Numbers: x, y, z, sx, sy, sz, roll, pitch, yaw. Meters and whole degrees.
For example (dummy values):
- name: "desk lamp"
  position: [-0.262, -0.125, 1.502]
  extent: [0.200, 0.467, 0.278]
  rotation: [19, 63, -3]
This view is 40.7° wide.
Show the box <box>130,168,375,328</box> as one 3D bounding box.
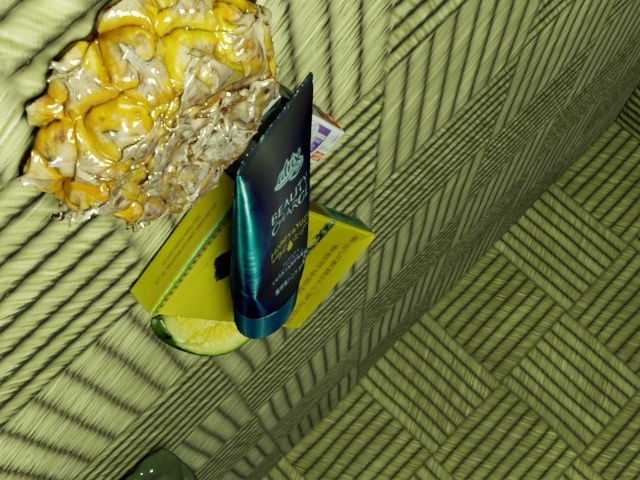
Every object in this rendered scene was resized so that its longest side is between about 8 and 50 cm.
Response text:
- name: "box"
  position: [-0.058, 0.021, 0.911]
  extent: [0.153, 0.041, 0.279]
  rotation: [-50, 151, 13]

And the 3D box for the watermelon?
- name: "watermelon"
  position: [-0.129, 0.082, 1.014]
  extent: [0.181, 0.075, 0.092]
  rotation: [-38, 118, -40]

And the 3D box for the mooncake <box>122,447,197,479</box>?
- name: "mooncake"
  position: [-0.274, 0.405, 1.327]
  extent: [0.168, 0.104, 0.175]
  rotation: [-48, 164, 19]

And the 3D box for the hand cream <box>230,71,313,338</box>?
- name: "hand cream"
  position: [-0.046, -0.015, 0.756]
  extent: [0.120, 0.061, 0.270]
  rotation: [-56, 163, -34]

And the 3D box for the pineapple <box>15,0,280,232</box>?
- name: "pineapple"
  position: [-0.099, -0.081, 0.579]
  extent: [0.225, 0.076, 0.225]
  rotation: [-42, 163, -16]

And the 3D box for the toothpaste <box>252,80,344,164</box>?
- name: "toothpaste"
  position: [-0.029, -0.107, 0.775]
  extent: [0.047, 0.040, 0.196]
  rotation: [-47, 166, 11]
